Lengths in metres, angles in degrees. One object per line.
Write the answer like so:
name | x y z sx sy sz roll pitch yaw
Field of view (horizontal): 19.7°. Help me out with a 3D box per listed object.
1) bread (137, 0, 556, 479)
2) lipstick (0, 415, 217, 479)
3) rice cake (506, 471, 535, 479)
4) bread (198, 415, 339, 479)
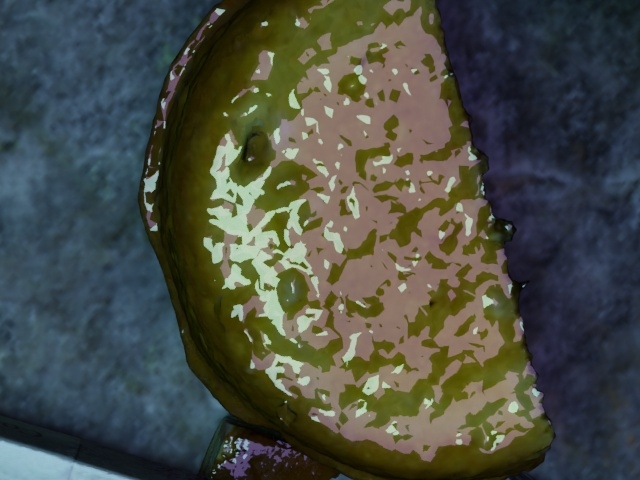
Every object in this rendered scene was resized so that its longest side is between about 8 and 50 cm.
bread | 0.000 0.000 1.030 0.179 0.194 0.340 -15 95 -9
lipstick | -0.204 0.131 1.041 0.317 0.066 0.068 17 92 -5
rice cake | 0.129 0.164 1.152 0.207 0.033 0.033 36 96 -11
bread | -0.043 0.134 1.109 0.109 0.043 0.062 -23 100 -8
